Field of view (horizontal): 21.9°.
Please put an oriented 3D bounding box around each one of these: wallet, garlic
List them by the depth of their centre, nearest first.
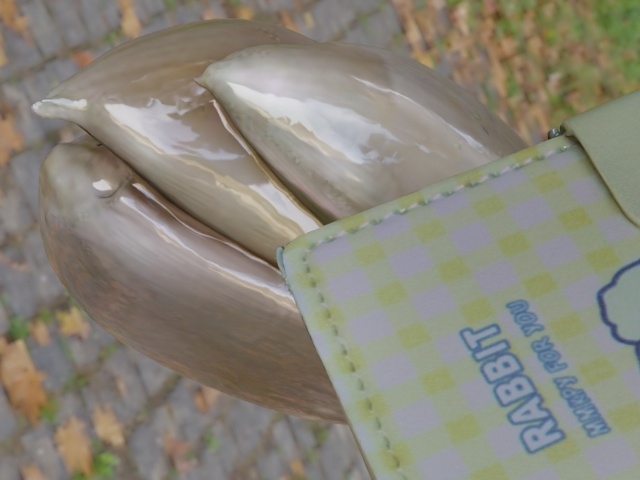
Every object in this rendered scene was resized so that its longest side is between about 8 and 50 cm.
[{"bbox_3d":[0.157,0.017,0.556,0.223,0.309,0.077,-115,180,-52],"label":"wallet"},{"bbox_3d":[0.000,0.001,0.800,0.325,0.279,0.132,32,53,-18],"label":"garlic"}]
